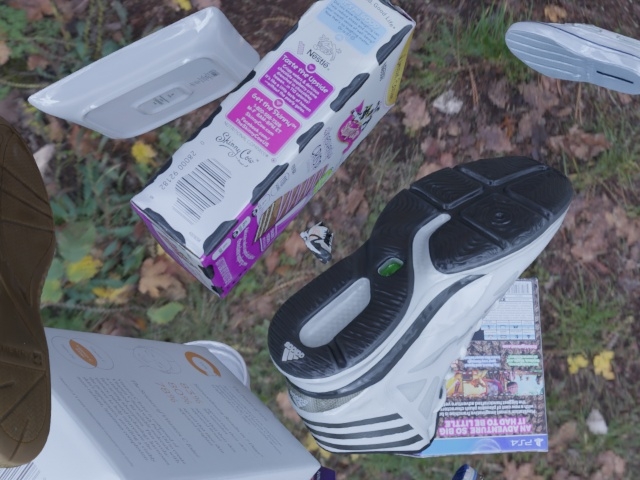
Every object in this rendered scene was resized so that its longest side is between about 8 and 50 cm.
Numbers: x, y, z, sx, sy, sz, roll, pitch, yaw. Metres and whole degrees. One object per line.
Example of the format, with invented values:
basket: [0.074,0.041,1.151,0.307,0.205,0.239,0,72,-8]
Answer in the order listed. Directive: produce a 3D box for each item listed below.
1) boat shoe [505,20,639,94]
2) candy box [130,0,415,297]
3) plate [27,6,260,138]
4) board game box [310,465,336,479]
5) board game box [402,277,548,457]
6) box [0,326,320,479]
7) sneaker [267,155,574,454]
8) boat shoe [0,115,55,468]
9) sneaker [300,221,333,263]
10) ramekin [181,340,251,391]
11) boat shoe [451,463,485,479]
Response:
boat shoe: [0.394,-0.286,1.342,0.226,0.075,0.083,27,153,19]
candy box: [-0.031,-0.073,0.693,0.071,0.159,0.233,39,80,8]
plate: [-0.229,-0.216,1.263,0.278,0.277,0.045,-25,84,7]
board game box: [-0.051,0.387,1.340,0.141,0.170,0.048,21,109,-5]
board game box: [0.239,0.211,1.507,0.232,0.141,0.290,2,80,-18]
box: [-0.191,0.223,0.894,0.215,0.345,0.168,41,99,27]
sneaker: [0.137,0.090,1.109,0.169,0.448,0.257,36,151,39]
boat shoe: [-0.263,0.031,0.665,0.089,0.285,0.104,-17,151,16]
sneaker: [0.000,0.000,1.357,0.044,0.109,0.040,-38,116,3]
ramekin: [-0.217,0.290,1.589,0.207,0.207,0.109,-2,130,14]
boat shoe: [0.211,0.437,1.365,0.066,0.183,0.066,33,156,-1]
